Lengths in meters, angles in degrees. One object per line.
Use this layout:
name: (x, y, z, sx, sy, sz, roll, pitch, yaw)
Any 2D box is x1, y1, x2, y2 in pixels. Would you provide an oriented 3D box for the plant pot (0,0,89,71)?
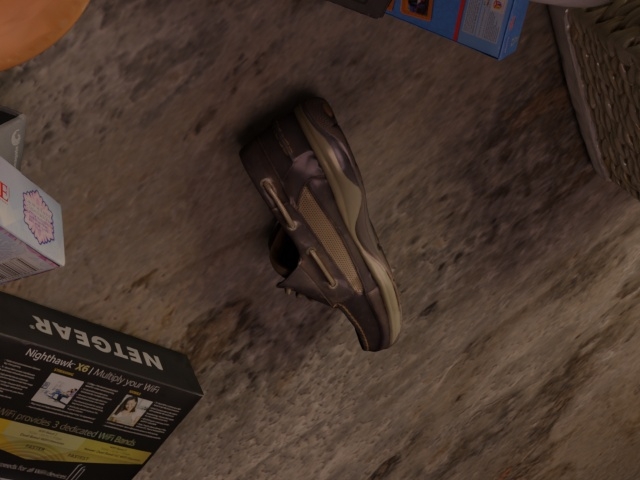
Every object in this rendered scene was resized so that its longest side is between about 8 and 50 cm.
plant pot: (-0.266, -0.243, 0.576, 0.291, 0.203, 0.291, -15, 132, -17)

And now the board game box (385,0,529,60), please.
board game box: (0.092, -0.272, 0.752, 0.039, 0.211, 0.160, -35, 145, -43)

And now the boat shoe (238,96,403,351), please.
boat shoe: (0.000, 0.000, 0.996, 0.130, 0.132, 0.355, -21, 126, 0)

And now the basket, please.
basket: (0.493, -0.205, 0.989, 0.328, 0.266, 0.331, -34, 133, 1)

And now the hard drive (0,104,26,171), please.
hard drive: (-0.372, -0.021, 0.759, 0.172, 0.054, 0.255, 20, 115, -9)

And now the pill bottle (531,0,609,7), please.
pill bottle: (0.226, -0.392, 0.737, 0.188, 0.188, 0.334, -6, 128, -25)

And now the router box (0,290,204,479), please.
router box: (-0.331, 0.202, 0.993, 0.309, 0.081, 0.243, 29, 109, -41)

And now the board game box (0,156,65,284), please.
board game box: (-0.401, -0.023, 0.591, 0.318, 0.066, 0.318, -15, 154, 8)

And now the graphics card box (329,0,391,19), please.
graphics card box: (0.013, -0.355, 0.589, 0.233, 0.094, 0.371, 17, 139, -14)
